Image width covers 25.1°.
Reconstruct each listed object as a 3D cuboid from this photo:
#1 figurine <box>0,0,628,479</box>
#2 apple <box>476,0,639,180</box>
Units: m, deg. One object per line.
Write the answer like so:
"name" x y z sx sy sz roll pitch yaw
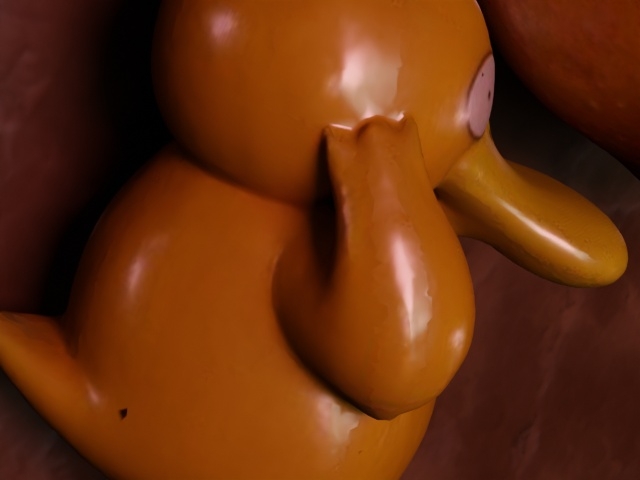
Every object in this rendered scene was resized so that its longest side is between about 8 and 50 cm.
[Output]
"figurine" -0.009 0.005 0.525 0.215 0.215 0.228 33 101 -39
"apple" 0.184 -0.151 0.551 0.317 0.288 0.288 39 79 -41
